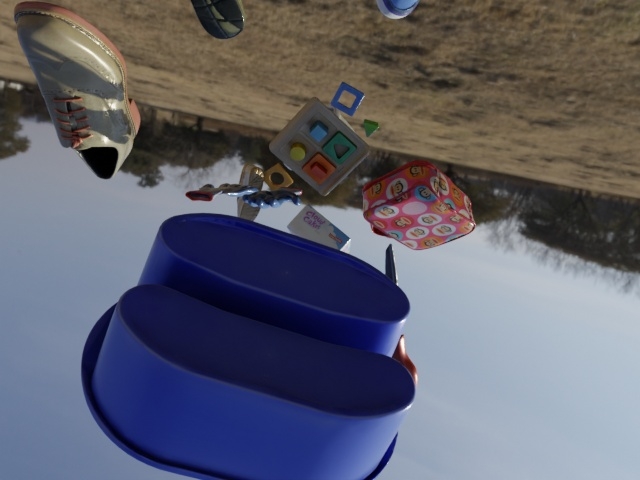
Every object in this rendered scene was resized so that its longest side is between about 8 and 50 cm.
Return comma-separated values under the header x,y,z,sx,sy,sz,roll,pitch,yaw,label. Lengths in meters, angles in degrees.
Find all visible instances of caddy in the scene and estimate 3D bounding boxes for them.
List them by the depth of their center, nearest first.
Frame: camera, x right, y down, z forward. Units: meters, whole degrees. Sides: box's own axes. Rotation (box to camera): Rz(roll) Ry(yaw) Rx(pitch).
x,y,z,sx,sy,sz,roll,pitch,yaw,label
-0.064,0.122,0.576,0.341,0.179,0.241,19,-145,-7,caddy

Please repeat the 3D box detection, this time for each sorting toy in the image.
x,y,z,sx,sy,sz,roll,pitch,yaw,label
-0.006,-0.223,1.379,0.196,0.347,0.047,41,-155,-14,sorting toy

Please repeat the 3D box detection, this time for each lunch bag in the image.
x,y,z,sx,sy,sz,roll,pitch,yaw,label
0.256,-0.077,1.540,0.258,0.120,0.293,-26,140,33,lunch bag

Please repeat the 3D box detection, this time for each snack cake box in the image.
x,y,z,sx,sy,sz,roll,pitch,yaw,label
0.000,0.000,1.582,0.152,0.089,0.264,41,175,7,snack cake box

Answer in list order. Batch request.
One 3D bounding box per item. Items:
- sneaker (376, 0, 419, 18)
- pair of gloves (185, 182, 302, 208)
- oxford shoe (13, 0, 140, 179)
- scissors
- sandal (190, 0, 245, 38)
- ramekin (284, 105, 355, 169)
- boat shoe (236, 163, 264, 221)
x,y,z,sx,sy,sz,roll,pitch,yaw,label
0.230,-0.604,1.086,0.130,0.323,0.236,14,-168,-27,sneaker
-0.120,-0.076,0.948,0.198,0.023,0.159,7,-166,17,pair of gloves
-0.362,-0.211,0.861,0.122,0.130,0.348,2,160,3,oxford shoe
0.109,0.127,0.772,0.109,0.297,0.021,38,-126,24,scissors
-0.226,-0.538,1.088,0.120,0.086,0.303,-6,147,3,sandal
0.005,-0.253,1.522,0.109,0.207,0.207,38,178,-24,ramekin
-0.190,-0.122,1.462,0.063,0.170,0.059,-6,-147,-40,boat shoe
